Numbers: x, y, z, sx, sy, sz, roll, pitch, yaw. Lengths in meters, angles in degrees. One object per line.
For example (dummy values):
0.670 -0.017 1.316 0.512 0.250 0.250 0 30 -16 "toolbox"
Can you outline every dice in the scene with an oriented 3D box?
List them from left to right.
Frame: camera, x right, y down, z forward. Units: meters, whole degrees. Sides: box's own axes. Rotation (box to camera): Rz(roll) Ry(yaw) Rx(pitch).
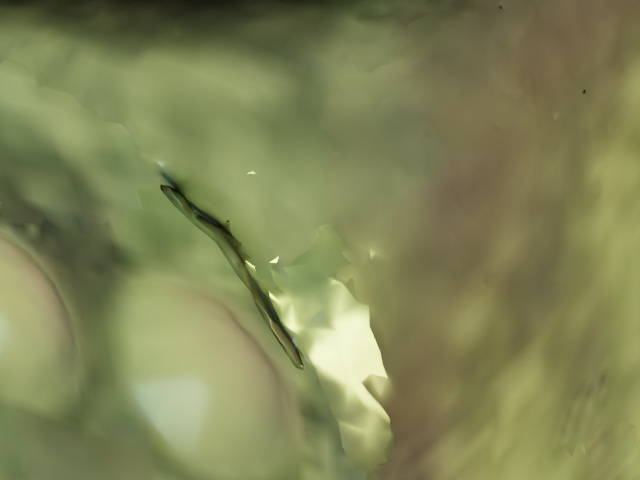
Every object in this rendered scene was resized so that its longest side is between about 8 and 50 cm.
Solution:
0.000 0.000 0.597 0.270 0.271 0.270 14 127 36 "dice"
